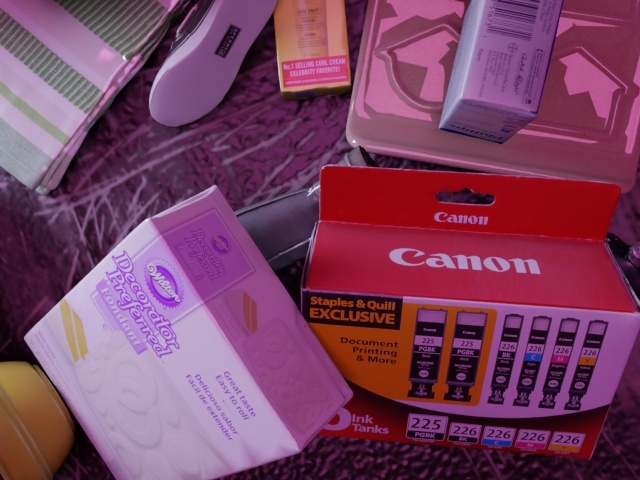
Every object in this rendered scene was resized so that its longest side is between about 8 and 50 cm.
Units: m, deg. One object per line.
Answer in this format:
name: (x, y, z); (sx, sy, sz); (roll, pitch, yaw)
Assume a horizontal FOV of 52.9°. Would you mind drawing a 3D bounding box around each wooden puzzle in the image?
wooden puzzle: (0.213, -0.242, 0.727); (0.322, 0.080, 0.347); (10, 89, 3)

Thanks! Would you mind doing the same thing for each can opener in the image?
can opener: (0.385, 0.060, 0.743); (0.186, 0.073, 0.059); (36, 56, -1)

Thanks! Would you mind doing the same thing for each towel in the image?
towel: (-0.333, -0.252, 0.784); (0.248, 0.038, 0.325); (40, 96, 2)

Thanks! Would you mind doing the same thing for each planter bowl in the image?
planter bowl: (-0.352, 0.210, 0.756); (0.090, 0.217, 0.217); (-32, 90, -30)

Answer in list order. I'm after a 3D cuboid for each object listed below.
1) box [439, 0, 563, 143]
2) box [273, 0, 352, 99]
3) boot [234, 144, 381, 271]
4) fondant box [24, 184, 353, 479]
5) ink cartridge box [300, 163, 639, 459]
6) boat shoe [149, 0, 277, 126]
box: (0.169, -0.171, 0.618); (0.072, 0.137, 0.126); (13, 89, 3)
box: (-0.015, -0.286, 0.746); (0.087, 0.058, 0.232); (-4, 93, 3)
boot: (0.000, -0.001, 0.745); (0.209, 0.076, 0.189); (-32, 122, 17)
fondant box: (-0.157, 0.127, 0.674); (0.330, 0.096, 0.238); (-33, 90, 41)
ink cartridge box: (0.138, 0.076, 0.662); (0.310, 0.130, 0.271); (3, 123, 4)
boat shoe: (-0.128, -0.229, 0.750); (0.078, 0.070, 0.219); (24, 119, -39)
